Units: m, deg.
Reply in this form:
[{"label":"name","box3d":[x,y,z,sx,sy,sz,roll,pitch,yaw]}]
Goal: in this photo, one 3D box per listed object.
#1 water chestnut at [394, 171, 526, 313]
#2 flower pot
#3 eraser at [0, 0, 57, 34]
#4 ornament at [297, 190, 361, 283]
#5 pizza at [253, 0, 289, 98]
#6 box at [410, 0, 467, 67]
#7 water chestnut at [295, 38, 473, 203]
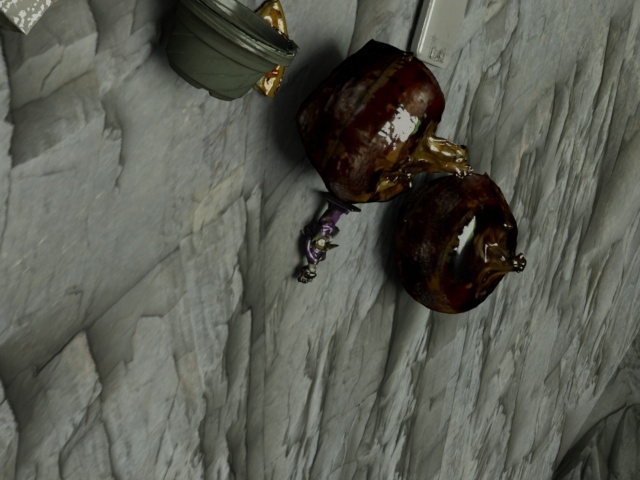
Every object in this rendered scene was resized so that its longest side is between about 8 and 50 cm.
[{"label":"water chestnut","box3d":[0.338,0.008,2.124,0.351,0.302,0.350,-25,128,-37]},{"label":"flower pot","box3d":[-0.166,-0.324,1.516,0.236,0.235,0.140,12,121,-50]},{"label":"eraser","box3d":[-0.375,-0.467,1.298,0.343,0.078,0.144,-57,137,-13]},{"label":"ornament","box3d":[0.004,-0.003,1.936,0.203,0.088,0.081,-65,166,15]},{"label":"pizza","box3d":[-0.122,-0.357,1.659,0.176,0.036,0.184,0,106,-48]},{"label":"box","box3d":[0.278,-0.532,2.021,0.142,0.044,0.284,5,102,-51]},{"label":"water chestnut","box3d":[0.129,-0.201,1.751,0.335,0.347,0.335,-53,174,-8]}]
